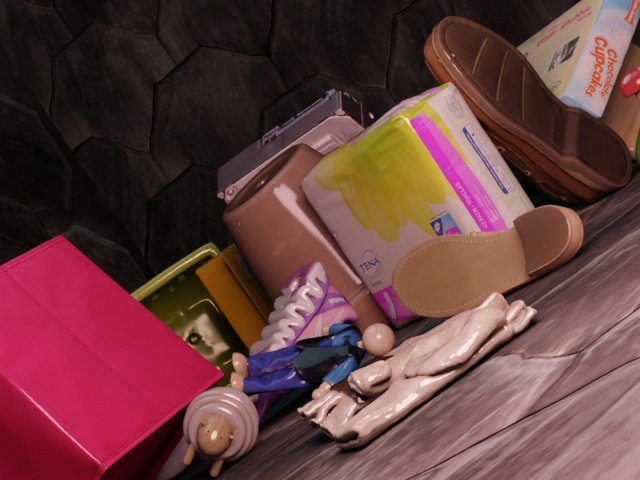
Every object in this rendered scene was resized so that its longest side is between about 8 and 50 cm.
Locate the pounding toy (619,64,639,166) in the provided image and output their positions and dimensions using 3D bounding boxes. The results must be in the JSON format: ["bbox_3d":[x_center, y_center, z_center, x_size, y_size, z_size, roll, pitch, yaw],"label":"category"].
[{"bbox_3d":[0.430,-0.178,1.809,0.183,0.110,0.237,-35,1,-18],"label":"pounding toy"}]

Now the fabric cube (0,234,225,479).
[{"bbox_3d":[-0.314,0.194,1.772,0.254,0.258,0.259,-57,-11,31],"label":"fabric cube"}]

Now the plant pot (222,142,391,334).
[{"bbox_3d":[0.000,0.000,2.081,0.263,0.229,0.263,-41,11,10],"label":"plant pot"}]

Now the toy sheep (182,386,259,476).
[{"bbox_3d":[-0.108,0.202,1.718,0.091,0.091,0.132,-34,9,11],"label":"toy sheep"}]

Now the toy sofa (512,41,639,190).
[{"bbox_3d":[0.346,-0.135,2.184,0.150,0.177,0.362,-62,14,-24],"label":"toy sofa"}]

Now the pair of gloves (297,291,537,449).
[{"bbox_3d":[0.081,0.109,1.398,0.204,0.042,0.240,-34,2,-11],"label":"pair of gloves"}]

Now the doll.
[{"bbox_3d":[-0.005,0.136,1.775,0.189,0.046,0.129,-16,31,11],"label":"doll"}]

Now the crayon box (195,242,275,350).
[{"bbox_3d":[-0.070,0.082,2.434,0.083,0.203,0.323,-34,1,21],"label":"crayon box"}]

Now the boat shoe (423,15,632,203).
[{"bbox_3d":[0.219,-0.134,1.829,0.104,0.307,0.110,-28,32,46],"label":"boat shoe"}]

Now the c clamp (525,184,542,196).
[{"bbox_3d":[0.300,-0.131,2.417,0.160,0.137,0.022,108,-177,-52],"label":"c clamp"}]

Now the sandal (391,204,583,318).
[{"bbox_3d":[0.186,0.027,1.625,0.079,0.088,0.240,9,-23,-43],"label":"sandal"}]

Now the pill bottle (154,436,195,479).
[{"bbox_3d":[-0.193,0.238,2.018,0.103,0.103,0.184,-34,1,12],"label":"pill bottle"}]

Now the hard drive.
[{"bbox_3d":[0.052,-0.050,2.229,0.237,0.339,0.064,-33,38,27],"label":"hard drive"}]

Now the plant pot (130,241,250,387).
[{"bbox_3d":[-0.205,0.162,2.628,0.227,0.228,0.207,-35,-4,-5],"label":"plant pot"}]

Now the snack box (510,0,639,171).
[{"bbox_3d":[0.278,-0.188,2.029,0.322,0.060,0.187,-34,28,61],"label":"snack box"}]

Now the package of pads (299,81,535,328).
[{"bbox_3d":[0.112,-0.037,1.831,0.101,0.229,0.296,-34,1,-28],"label":"package of pads"}]

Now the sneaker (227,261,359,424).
[{"bbox_3d":[-0.029,0.143,1.905,0.095,0.104,0.236,-23,32,59],"label":"sneaker"}]
